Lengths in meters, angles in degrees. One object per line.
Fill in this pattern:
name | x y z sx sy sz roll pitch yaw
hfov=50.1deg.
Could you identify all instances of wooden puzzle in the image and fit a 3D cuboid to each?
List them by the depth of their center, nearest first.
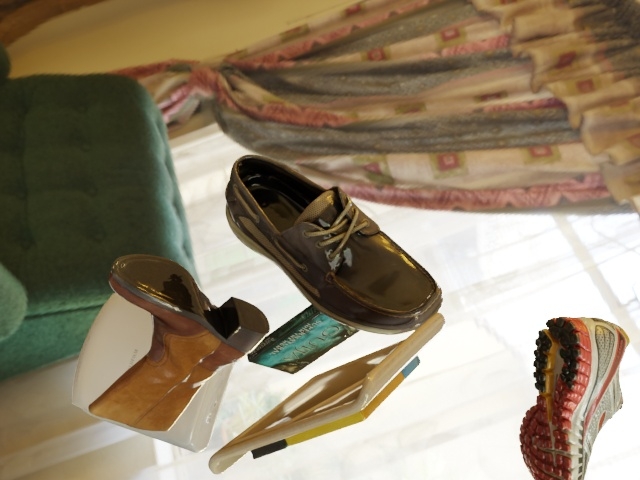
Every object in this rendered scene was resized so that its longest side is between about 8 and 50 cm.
wooden puzzle | 0.017 0.174 0.761 0.044 0.238 0.221 59 31 5

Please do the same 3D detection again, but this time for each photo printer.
photo printer | -0.330 0.245 1.344 0.107 0.307 0.256 51 55 -68

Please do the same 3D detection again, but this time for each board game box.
board game box | -0.022 0.171 1.204 0.126 0.186 0.026 28 33 -45

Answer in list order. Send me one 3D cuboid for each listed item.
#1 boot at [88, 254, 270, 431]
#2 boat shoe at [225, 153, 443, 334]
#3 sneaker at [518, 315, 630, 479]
boot | -0.257 0.163 1.019 0.264 0.280 0.096 27 29 -42
boat shoe | 0.000 0.000 0.913 0.355 0.132 0.130 29 -26 23
sneaker | 0.280 0.188 0.735 0.088 0.092 0.225 -133 -136 -62
